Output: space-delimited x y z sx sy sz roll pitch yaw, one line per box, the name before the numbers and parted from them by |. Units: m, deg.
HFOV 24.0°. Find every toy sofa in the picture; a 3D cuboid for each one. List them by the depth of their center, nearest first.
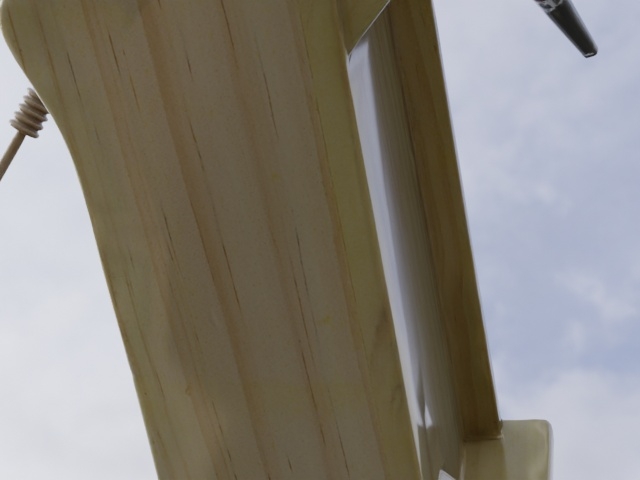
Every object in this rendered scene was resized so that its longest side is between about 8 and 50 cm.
toy sofa | 0.000 0.000 0.674 0.177 0.150 0.363 -5 -61 12

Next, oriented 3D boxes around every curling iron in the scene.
curling iron | 0.201 -0.243 1.430 0.274 0.068 0.035 29 -100 -48

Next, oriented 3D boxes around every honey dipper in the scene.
honey dipper | -0.284 -0.059 1.328 0.030 0.030 0.161 27 -84 -42
